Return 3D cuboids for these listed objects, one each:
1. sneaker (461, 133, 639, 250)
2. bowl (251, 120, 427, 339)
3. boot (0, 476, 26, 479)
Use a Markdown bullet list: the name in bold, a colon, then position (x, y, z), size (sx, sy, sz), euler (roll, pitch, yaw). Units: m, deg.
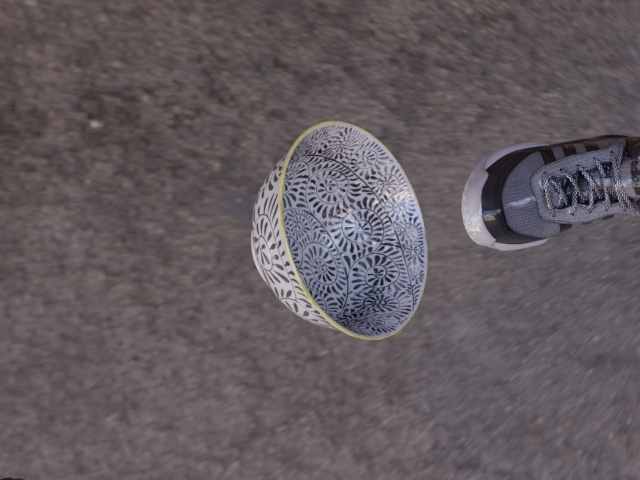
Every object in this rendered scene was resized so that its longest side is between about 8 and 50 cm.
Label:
- **sneaker**: position (0.268, -0.057, 1.678), size (0.153, 0.268, 0.101), euler (-6, 97, 50)
- **bowl**: position (0.000, 0.000, 1.336), size (0.080, 0.170, 0.170), euler (-17, 88, 40)
- **boot**: position (-0.242, 0.258, 1.139), size (0.207, 0.246, 0.094), euler (31, 131, 48)
